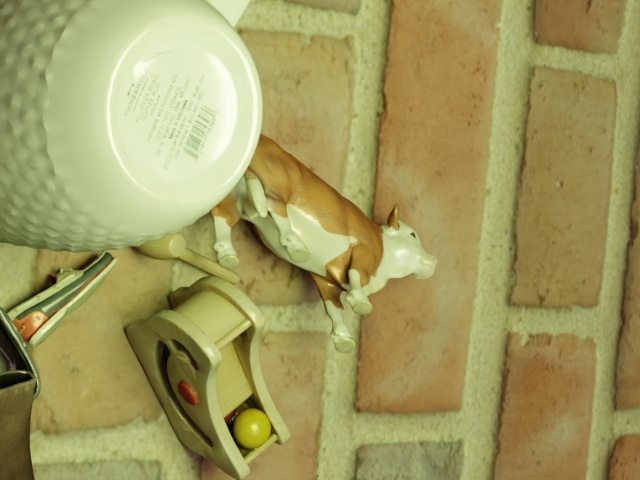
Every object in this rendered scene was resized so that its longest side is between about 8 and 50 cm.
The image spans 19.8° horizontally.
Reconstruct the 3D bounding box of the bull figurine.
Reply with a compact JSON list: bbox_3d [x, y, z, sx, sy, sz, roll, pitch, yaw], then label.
[{"bbox_3d":[0.000,0.000,1.987,0.310,0.101,0.188,33,34,-29],"label":"bull figurine"}]

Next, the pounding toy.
[{"bbox_3d":[-0.093,0.099,1.911,0.155,0.154,0.269,-38,118,-29],"label":"pounding toy"}]

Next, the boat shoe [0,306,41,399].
[{"bbox_3d":[-0.362,0.056,1.725,0.103,0.092,0.285,-53,125,-24],"label":"boat shoe"}]

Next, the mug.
[{"bbox_3d":[-0.191,-0.163,1.685,0.276,0.328,0.374,46,67,-33],"label":"mug"}]

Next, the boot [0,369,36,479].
[{"bbox_3d":[-0.291,0.221,1.752,0.248,0.090,0.207,-9,122,-52],"label":"boot"}]

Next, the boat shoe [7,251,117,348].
[{"bbox_3d":[-0.258,0.051,1.843,0.043,0.049,0.137,41,58,6],"label":"boat shoe"}]
